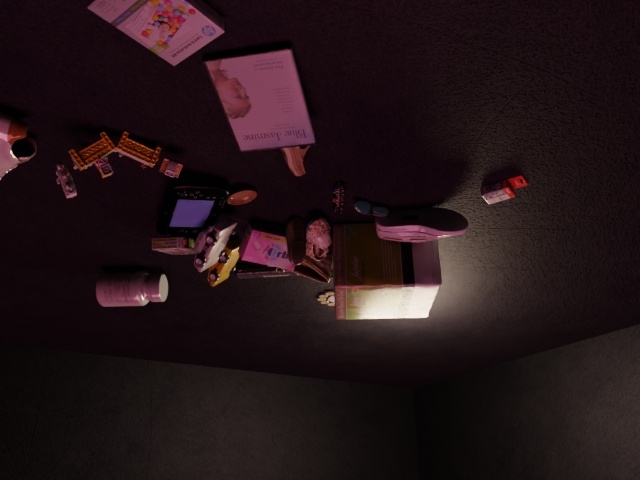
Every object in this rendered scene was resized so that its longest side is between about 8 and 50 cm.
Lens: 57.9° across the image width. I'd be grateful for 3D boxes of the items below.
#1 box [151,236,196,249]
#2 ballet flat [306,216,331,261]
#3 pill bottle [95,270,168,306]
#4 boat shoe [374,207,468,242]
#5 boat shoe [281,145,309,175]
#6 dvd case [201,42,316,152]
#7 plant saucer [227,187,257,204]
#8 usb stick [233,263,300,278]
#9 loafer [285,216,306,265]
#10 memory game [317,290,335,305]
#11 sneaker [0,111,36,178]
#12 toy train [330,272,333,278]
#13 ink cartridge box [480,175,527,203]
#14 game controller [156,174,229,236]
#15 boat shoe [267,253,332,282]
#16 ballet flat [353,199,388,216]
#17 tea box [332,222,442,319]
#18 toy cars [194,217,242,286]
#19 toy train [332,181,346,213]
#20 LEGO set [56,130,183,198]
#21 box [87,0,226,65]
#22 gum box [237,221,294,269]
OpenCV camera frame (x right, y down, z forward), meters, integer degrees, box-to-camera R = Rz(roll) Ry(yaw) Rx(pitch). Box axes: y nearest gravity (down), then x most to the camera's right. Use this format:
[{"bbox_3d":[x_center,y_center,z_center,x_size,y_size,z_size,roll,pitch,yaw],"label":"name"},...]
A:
[{"bbox_3d":[-0.440,0.018,1.823,0.114,0.036,0.207,-3,174,4],"label":"box"},{"bbox_3d":[0.000,0.000,1.802,0.091,0.077,0.241,-37,166,-14],"label":"ballet flat"},{"bbox_3d":[-0.687,0.175,2.121,0.230,0.131,0.131,-2,155,3],"label":"pill bottle"},{"bbox_3d":[0.296,-0.034,1.708,0.268,0.096,0.088,-1,140,6],"label":"boat shoe"},{"bbox_3d":[-0.054,-0.218,1.373,0.072,0.068,0.190,-17,152,7],"label":"boat shoe"},{"bbox_3d":[-0.121,-0.287,1.209,0.181,0.022,0.253,-5,142,10],"label":"dvd case"},{"bbox_3d":[-0.218,-0.125,1.603,0.084,0.015,0.083,-16,162,-5],"label":"plant saucer"},{"bbox_3d":[-0.171,0.108,2.083,0.278,0.045,0.077,-4,154,7],"label":"usb stick"},{"bbox_3d":[-0.077,0.003,1.764,0.056,0.147,0.050,3,178,-30],"label":"loafer"},{"bbox_3d":[0.078,0.239,2.406,0.186,0.012,0.186,0,155,0],"label":"memory game"},{"bbox_3d":[-0.746,-0.191,1.366,0.123,0.105,0.290,15,150,-24],"label":"sneaker"},{"bbox_3d":[0.070,0.137,2.173,0.083,0.023,0.017,9,153,-19],"label":"toy train"},{"bbox_3d":[0.504,-0.138,1.586,0.115,0.029,0.063,-16,150,31],"label":"ink cartridge box"},{"bbox_3d":[-0.367,-0.087,1.643,0.167,0.067,0.319,9,154,-19],"label":"game controller"},{"bbox_3d":[-0.080,0.071,1.954,0.286,0.089,0.105,15,151,-28],"label":"boat shoe"},{"bbox_3d":[0.140,-0.091,1.676,0.115,0.041,0.041,13,152,-23],"label":"ballet flat"},{"bbox_3d":[0.202,0.106,1.879,0.324,0.219,0.329,-1,155,3],"label":"tea box"},{"bbox_3d":[-0.327,0.028,1.813,0.087,0.176,0.393,41,168,11],"label":"toy cars"},{"bbox_3d":[0.050,-0.119,1.629,0.036,0.027,0.158,10,156,4],"label":"toy train"},{"bbox_3d":[-0.486,-0.187,1.390,0.287,0.132,0.107,-14,180,-27],"label":"LEGO set"},{"bbox_3d":[-0.284,-0.398,1.013,0.145,0.038,0.186,-18,150,34],"label":"box"},{"bbox_3d":[-0.150,0.020,1.814,0.189,0.062,0.107,13,111,-26],"label":"gum box"}]
